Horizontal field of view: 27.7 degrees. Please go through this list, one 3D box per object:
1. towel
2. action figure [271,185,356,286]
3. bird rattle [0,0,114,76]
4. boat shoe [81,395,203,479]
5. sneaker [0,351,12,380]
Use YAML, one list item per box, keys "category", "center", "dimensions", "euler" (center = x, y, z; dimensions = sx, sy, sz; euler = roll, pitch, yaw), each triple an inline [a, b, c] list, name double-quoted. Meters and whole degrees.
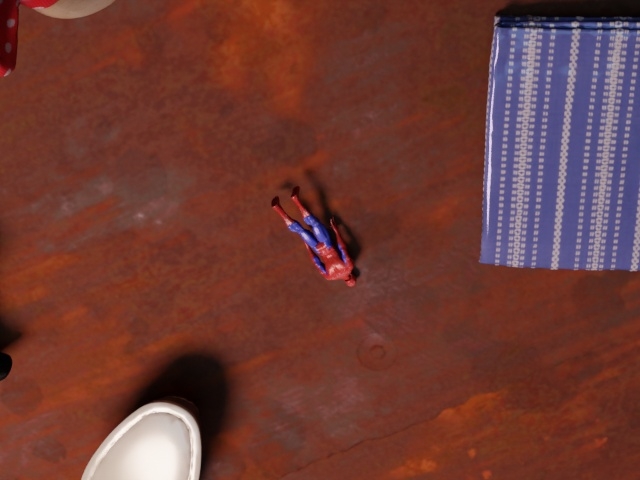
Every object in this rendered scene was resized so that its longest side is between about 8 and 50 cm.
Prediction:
- category: "towel"
  center: [0.314, -0.085, 1.153]
  dimensions: [0.336, 0.040, 0.243]
  euler: [1, 115, 5]
- category: "action figure"
  center: [0.000, 0.000, 1.205]
  dimensions: [0.038, 0.030, 0.115]
  euler: [-27, 115, 20]
- category: "bird rattle"
  center: [-0.197, -0.246, 1.014]
  dimensions: [0.143, 0.207, 0.253]
  euler: [20, 101, 29]
- category: "boat shoe"
  center: [-0.186, 0.274, 1.301]
  dimensions: [0.109, 0.091, 0.305]
  euler: [25, 112, 5]
- category: "sneaker"
  center: [-0.379, 0.020, 1.196]
  dimensions: [0.121, 0.108, 0.302]
  euler: [-13, 120, 8]
